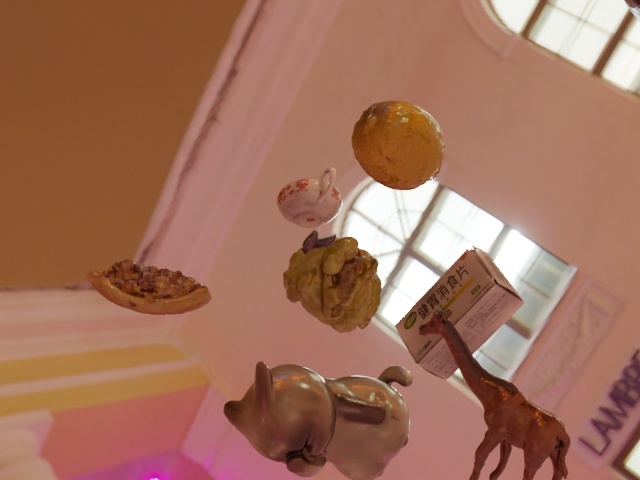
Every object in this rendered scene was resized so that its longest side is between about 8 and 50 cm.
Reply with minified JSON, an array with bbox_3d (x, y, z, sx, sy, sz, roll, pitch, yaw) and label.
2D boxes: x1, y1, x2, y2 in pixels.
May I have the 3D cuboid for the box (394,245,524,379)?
[{"bbox_3d":[0.380,0.199,2.429,0.145,0.173,0.333,30,-71,-36],"label":"box"}]

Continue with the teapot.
[{"bbox_3d":[-0.021,-0.098,2.174,0.159,0.116,0.245,26,-39,-22],"label":"teapot"}]

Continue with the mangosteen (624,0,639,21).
[{"bbox_3d":[0.568,-0.412,1.133,0.381,0.381,0.421,-60,-7,12],"label":"mangosteen"}]

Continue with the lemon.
[{"bbox_3d":[0.156,-0.191,1.783,0.193,0.180,0.180,1,-57,-33],"label":"lemon"}]

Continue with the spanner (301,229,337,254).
[{"bbox_3d":[0.000,0.000,1.511,0.046,0.012,0.208,-54,-10,10],"label":"spanner"}]

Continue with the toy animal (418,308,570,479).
[{"bbox_3d":[0.228,0.220,1.183,0.066,0.224,0.229,-21,-62,-54],"label":"toy animal"}]

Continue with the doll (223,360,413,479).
[{"bbox_3d":[0.016,0.367,1.789,0.370,0.226,0.215,6,-37,-29],"label":"doll"}]

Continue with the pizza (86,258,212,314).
[{"bbox_3d":[-0.342,0.094,1.760,0.127,0.246,0.058,-76,7,-54],"label":"pizza"}]

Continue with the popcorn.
[{"bbox_3d":[0.051,0.114,2.311,0.250,0.242,0.235,46,-108,-25],"label":"popcorn"}]
